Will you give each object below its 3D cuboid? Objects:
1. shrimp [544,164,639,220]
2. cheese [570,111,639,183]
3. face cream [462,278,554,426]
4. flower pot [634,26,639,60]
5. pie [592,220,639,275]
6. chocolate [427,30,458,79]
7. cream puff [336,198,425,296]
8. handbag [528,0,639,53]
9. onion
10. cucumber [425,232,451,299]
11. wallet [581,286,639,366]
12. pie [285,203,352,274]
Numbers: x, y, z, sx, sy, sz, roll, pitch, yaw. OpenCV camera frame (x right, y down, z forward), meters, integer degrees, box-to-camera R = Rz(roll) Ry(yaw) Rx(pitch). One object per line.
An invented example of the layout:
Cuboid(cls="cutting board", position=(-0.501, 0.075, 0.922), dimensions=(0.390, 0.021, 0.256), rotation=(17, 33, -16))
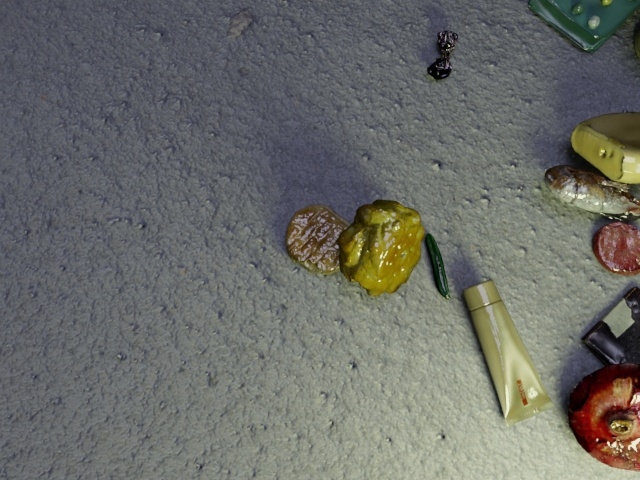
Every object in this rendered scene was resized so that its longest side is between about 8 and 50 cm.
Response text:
Cuboid(cls="shrimp", position=(0.745, -0.117, 1.795), dimensions=(0.342, 0.145, 0.117), rotation=(18, 111, -5))
Cuboid(cls="cheese", position=(0.836, -0.244, 1.798), dimensions=(0.315, 0.128, 0.260), rotation=(-11, 44, -21))
Cuboid(cls="face cream", position=(0.449, 0.267, 1.680), dimensions=(0.137, 0.084, 0.341), rotation=(-17, 79, -17))
Cuboid(cls="flower pot", position=(1.021, -0.604, 1.904), dimensions=(0.307, 0.244, 0.308), rotation=(1, 69, -2))
Cuboid(cls="pie", position=(0.785, 0.023, 1.789), dimensions=(0.154, 0.036, 0.155), rotation=(0, 71, -1))
Cuboid(cls="chocolate", position=(0.349, -0.523, 1.961), dimensions=(0.072, 0.070, 0.147), rotation=(19, 82, -6))
Cuboid(cls="cream puff", position=(0.148, 0.014, 1.670), dimensions=(0.196, 0.244, 0.244), rotation=(31, 73, 9))
Cuboid(cls="handbag", position=(0.785, -0.724, 2.013), dimensions=(0.274, 0.100, 0.269), rotation=(-41, 76, -13))
Cuboid(cls="onion", position=(0.690, 0.396, 1.549), dimensions=(0.252, 0.219, 0.252), rotation=(-5, 80, 28))
Cuboid(cls="cucumber", position=(0.301, 0.064, 1.762), dimensions=(0.033, 0.036, 0.184), rotation=(-12, 70, 5))
Cuboid(cls="wallet", position=(0.814, 0.267, 1.693), dimensions=(0.221, 0.071, 0.262), rotation=(-40, 70, -13))
Cuboid(cls="pie", position=(0.000, 0.000, 1.771), dimensions=(0.195, 0.046, 0.195), rotation=(1, 70, -2))
